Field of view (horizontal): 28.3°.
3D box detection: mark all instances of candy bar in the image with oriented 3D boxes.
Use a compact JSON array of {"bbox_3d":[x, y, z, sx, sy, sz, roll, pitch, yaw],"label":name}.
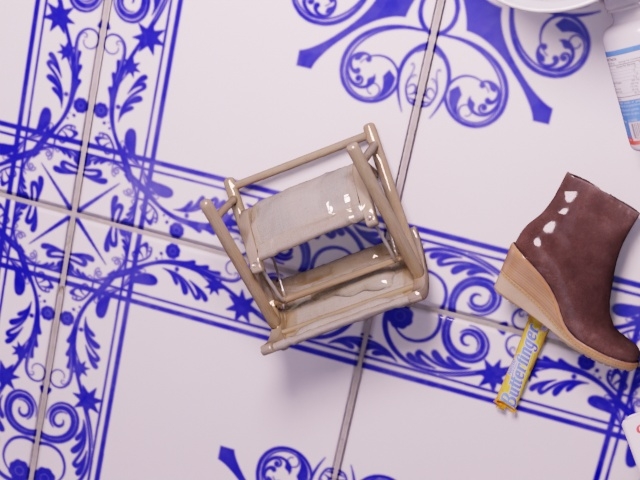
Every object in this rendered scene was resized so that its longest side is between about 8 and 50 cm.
[{"bbox_3d":[0.301,0.182,1.880,0.040,0.018,0.162,23,105,9],"label":"candy bar"}]

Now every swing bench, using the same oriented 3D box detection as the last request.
[{"bbox_3d":[0.000,0.000,1.847,0.253,0.165,0.255,-20,101,16],"label":"swing bench"}]

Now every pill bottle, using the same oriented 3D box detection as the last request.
[{"bbox_3d":[0.451,-0.241,1.704,0.124,0.124,0.222,-14,97,16],"label":"pill bottle"}]

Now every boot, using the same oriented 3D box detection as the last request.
[{"bbox_3d":[0.393,0.047,1.794,0.248,0.090,0.207,34,102,0],"label":"boot"}]

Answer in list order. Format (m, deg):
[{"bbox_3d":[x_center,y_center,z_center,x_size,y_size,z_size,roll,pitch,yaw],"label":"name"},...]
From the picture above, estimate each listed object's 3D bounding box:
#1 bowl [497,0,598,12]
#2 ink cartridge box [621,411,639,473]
[{"bbox_3d":[0.325,-0.430,1.673,0.297,0.134,0.298,-2,84,22],"label":"bowl"},{"bbox_3d":[0.541,0.333,1.744,0.172,0.100,0.237,-26,52,17],"label":"ink cartridge box"}]
